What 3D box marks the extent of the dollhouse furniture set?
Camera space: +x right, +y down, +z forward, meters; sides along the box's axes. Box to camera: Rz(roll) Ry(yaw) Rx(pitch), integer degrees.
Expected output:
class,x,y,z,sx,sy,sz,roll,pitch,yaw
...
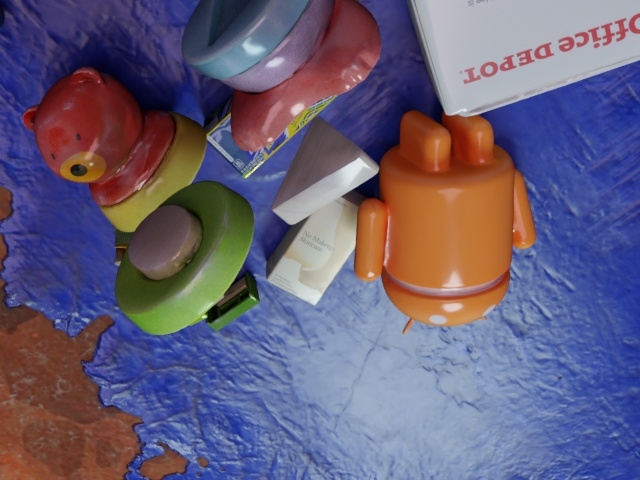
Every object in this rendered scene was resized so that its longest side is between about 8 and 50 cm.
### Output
class,x,y,z,sx,sy,sz,roll,pitch,yaw
dollhouse furniture set,-0.130,0.026,1.065,0.059,0.076,0.152,-37,122,16

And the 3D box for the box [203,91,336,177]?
class,x,y,z,sx,sy,sz,roll,pitch,yaw
box,-0.029,-0.137,1.005,0.169,0.054,0.059,-41,111,15

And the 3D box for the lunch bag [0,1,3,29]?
class,x,y,z,sx,sy,sz,roll,pitch,yaw
lunch bag,-0.314,-0.212,0.943,0.067,0.065,0.098,-5,116,-2

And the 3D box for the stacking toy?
class,x,y,z,sx,sy,sz,roll,pitch,yaw
stacking toy,-0.105,-0.096,0.873,0.309,0.279,0.130,-37,125,19

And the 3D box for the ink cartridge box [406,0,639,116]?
class,x,y,z,sx,sy,sz,roll,pitch,yaw
ink cartridge box,0.157,-0.276,0.914,0.211,0.121,0.289,-17,115,4

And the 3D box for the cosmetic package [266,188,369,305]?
class,x,y,z,sx,sy,sz,roll,pitch,yaw
cosmetic package,0.000,0.000,1.078,0.060,0.041,0.115,27,111,-15

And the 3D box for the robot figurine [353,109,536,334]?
class,x,y,z,sx,sy,sz,roll,pitch,yaw
robot figurine,0.120,-0.014,1.033,0.128,0.158,0.219,13,119,29
